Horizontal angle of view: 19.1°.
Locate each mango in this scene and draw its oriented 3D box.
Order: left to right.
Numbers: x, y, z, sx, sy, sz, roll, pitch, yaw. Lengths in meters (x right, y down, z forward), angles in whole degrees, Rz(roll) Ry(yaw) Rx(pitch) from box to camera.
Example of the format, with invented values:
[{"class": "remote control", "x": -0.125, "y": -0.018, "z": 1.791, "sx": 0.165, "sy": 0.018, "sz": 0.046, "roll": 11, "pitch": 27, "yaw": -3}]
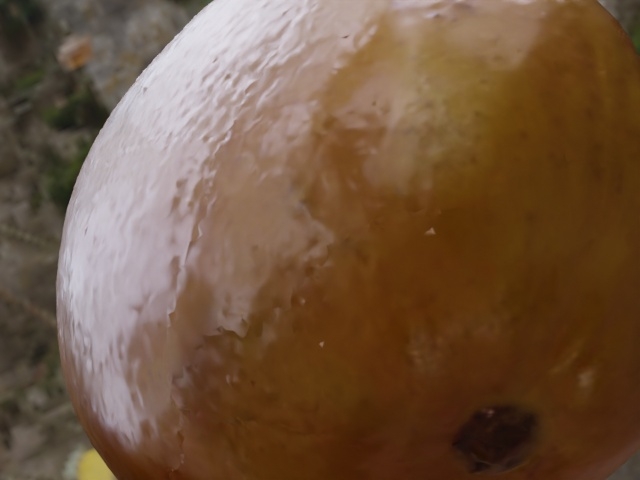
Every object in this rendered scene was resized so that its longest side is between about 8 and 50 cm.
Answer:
[{"class": "mango", "x": -0.006, "y": 0.000, "z": 0.430, "sx": 0.102, "sy": 0.141, "sz": 0.217, "roll": -4, "pitch": 8, "yaw": -22}]
